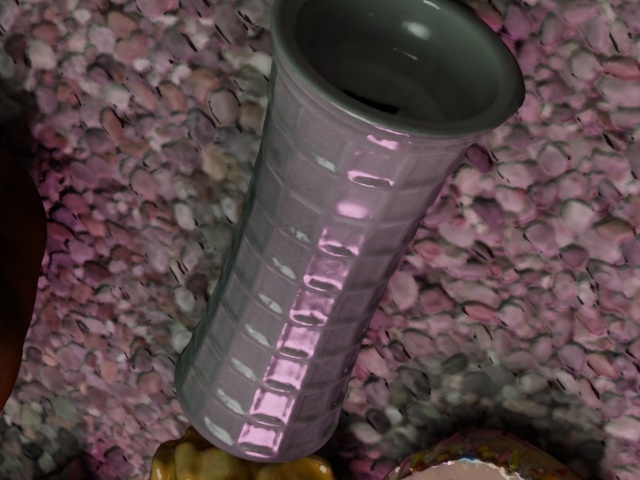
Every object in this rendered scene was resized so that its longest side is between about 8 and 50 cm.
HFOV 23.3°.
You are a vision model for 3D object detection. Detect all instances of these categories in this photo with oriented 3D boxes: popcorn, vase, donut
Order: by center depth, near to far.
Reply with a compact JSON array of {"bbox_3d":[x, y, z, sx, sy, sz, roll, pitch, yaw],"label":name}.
[{"bbox_3d":[0.000,0.000,0.920,0.143,0.143,0.299,29,132,7],"label":"vase"},{"bbox_3d":[0.101,0.174,1.013,0.166,0.065,0.108,-22,100,32],"label":"donut"},{"bbox_3d":[-0.036,0.216,1.062,0.140,0.163,0.194,-14,80,41],"label":"popcorn"}]

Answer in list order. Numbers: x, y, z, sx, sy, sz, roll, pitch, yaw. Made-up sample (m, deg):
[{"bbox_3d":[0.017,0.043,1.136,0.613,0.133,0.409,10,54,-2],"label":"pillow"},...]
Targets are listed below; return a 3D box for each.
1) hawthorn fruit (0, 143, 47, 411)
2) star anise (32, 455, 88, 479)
[{"bbox_3d":[-0.327,0.034,1.027,0.268,0.268,0.301,50,138,-9],"label":"hawthorn fruit"},{"bbox_3d":[-0.204,0.281,1.204,0.214,0.099,0.220,-19,122,18],"label":"star anise"}]
